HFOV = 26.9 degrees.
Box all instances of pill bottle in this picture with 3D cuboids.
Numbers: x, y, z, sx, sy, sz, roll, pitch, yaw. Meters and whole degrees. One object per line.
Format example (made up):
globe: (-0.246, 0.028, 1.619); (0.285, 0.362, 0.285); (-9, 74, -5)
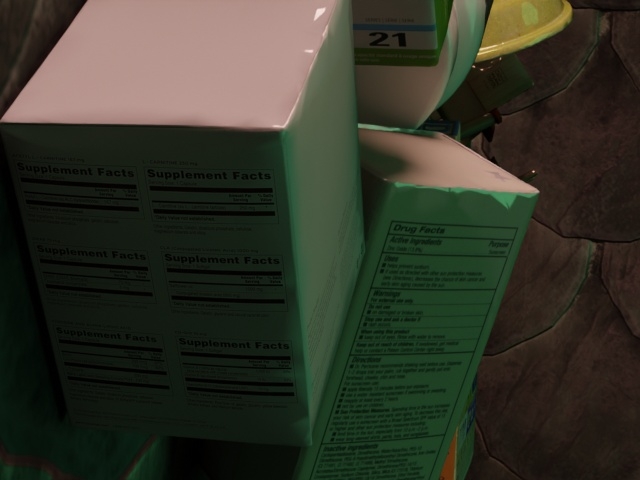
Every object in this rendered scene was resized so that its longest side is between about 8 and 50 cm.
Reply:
pill bottle: (0.050, -0.217, 1.178); (0.361, 0.204, 0.204); (-67, 157, -63)

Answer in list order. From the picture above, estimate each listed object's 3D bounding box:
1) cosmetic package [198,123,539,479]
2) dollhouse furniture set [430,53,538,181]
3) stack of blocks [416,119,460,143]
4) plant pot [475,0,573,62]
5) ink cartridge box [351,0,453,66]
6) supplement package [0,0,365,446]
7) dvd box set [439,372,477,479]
cosmetic package: (0.029, 0.070, 1.004); (0.129, 0.153, 0.296); (40, -62, 48)
dollhouse furniture set: (0.228, -0.194, 1.933); (0.262, 0.135, 0.259); (59, 3, 6)
stack of blocks: (0.035, -0.021, 1.238); (0.297, 0.171, 0.087); (-68, 159, -62)
plant pot: (0.147, -0.366, 1.608); (0.276, 0.276, 0.254); (-66, 144, -63)
ink cartridge box: (-0.017, -0.243, 0.865); (0.255, 0.189, 0.097); (79, 19, -46)
supplement package: (-0.064, -0.026, 0.766); (0.194, 0.149, 0.203); (-72, 162, -54)
dvd box set: (0.203, 0.159, 2.049); (0.307, 0.062, 0.420); (-27, 119, -77)
